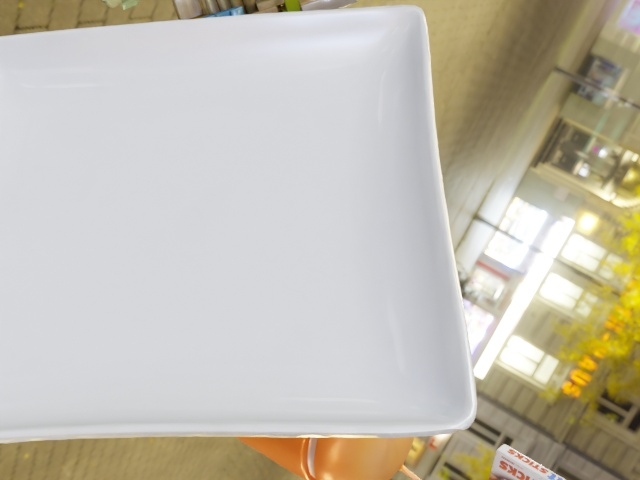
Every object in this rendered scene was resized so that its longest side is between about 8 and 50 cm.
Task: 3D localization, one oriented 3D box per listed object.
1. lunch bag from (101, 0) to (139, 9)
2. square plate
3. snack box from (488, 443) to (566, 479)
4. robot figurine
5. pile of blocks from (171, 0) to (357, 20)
[{"bbox_3d":[-0.302,-0.431,1.142,0.108,0.224,0.279,-29,-158,-4],"label":"lunch bag"},{"bbox_3d":[-0.097,-0.023,0.505,0.049,0.344,0.347,83,6,-48],"label":"square plate"},{"bbox_3d":[0.271,0.301,0.924,0.022,0.178,0.064,-16,124,-47],"label":"snack box"},{"bbox_3d":[-0.003,0.157,0.776,0.128,0.219,0.158,2,106,-55],"label":"robot figurine"},{"bbox_3d":[-0.121,-0.382,1.284,0.149,0.362,0.112,-57,133,-59],"label":"pile of blocks"}]
